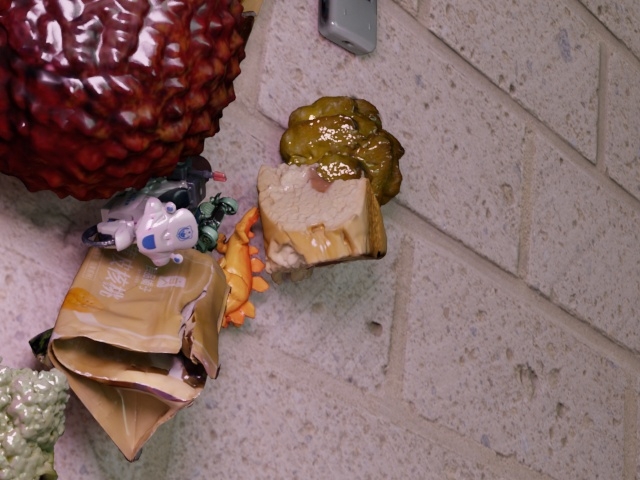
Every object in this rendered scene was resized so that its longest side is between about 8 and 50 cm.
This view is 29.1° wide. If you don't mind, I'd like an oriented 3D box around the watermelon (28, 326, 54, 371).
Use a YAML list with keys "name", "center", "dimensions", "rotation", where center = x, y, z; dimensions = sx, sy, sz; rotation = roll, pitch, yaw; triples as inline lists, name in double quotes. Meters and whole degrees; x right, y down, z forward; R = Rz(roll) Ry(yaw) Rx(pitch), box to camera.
- name: "watermelon"
  center: [-0.311, 0.180, 1.646]
  dimensions: [0.245, 0.063, 0.119]
  rotation: [52, 16, -50]

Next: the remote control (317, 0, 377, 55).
- name: "remote control"
  center: [0.050, -0.501, 2.309]
  dimensions: [0.140, 0.056, 0.296]
  rotation: [21, 63, -46]

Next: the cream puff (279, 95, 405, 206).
- name: "cream puff"
  center: [0.038, -0.134, 2.112]
  dimensions: [0.244, 0.196, 0.244]
  rotation: [55, 15, -23]

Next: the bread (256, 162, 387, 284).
- name: "bread"
  center: [0.002, 0.012, 1.940]
  dimensions: [0.211, 0.183, 0.224]
  rotation: [-85, 162, -52]

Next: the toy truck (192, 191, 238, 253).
- name: "toy truck"
  center: [-0.186, -0.012, 1.837]
  dimensions: [0.078, 0.154, 0.080]
  rotation: [31, 55, -4]

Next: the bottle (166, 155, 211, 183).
- name: "bottle"
  center: [-0.220, -0.069, 1.870]
  dimensions: [0.060, 0.060, 0.164]
  rotation: [56, 43, -22]

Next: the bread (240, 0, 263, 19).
- name: "bread"
  center: [-0.116, -0.430, 1.939]
  dimensions: [0.167, 0.264, 0.163]
  rotation: [-31, 101, -43]

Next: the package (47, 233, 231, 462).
- name: "package"
  center: [-0.216, 0.105, 1.654]
  dimensions: [0.221, 0.165, 0.311]
  rotation: [58, 16, -21]

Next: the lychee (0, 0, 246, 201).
- name: "lychee"
  center: [-0.309, -0.267, 1.560]
  dimensions: [0.500, 0.424, 0.425]
  rotation: [44, 44, -68]

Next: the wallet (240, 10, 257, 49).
- name: "wallet"
  center: [-0.195, -0.297, 1.937]
  dimensions: [0.031, 0.122, 0.232]
  rotation: [36, 34, 22]

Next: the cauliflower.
- name: "cauliflower"
  center: [-0.402, 0.241, 1.495]
  dimensions: [0.315, 0.239, 0.256]
  rotation: [-79, 161, -77]

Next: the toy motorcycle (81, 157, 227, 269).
- name: "toy motorcycle"
  center: [-0.220, -0.040, 1.690]
  dimensions: [0.221, 0.150, 0.102]
  rotation: [-55, 145, -56]

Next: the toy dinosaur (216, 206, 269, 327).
- name: "toy dinosaur"
  center: [-0.138, 0.074, 1.921]
  dimensions: [0.117, 0.070, 0.288]
  rotation: [43, 55, -34]
